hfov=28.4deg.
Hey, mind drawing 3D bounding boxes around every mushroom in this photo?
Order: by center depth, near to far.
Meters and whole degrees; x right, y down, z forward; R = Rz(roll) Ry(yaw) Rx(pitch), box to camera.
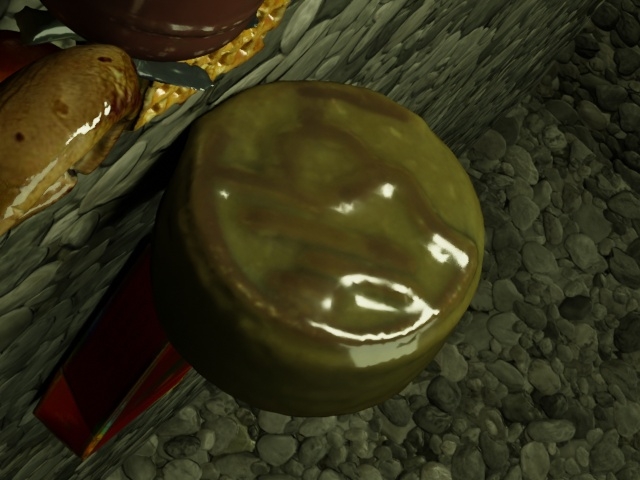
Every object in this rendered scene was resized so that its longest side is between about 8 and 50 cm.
[{"bbox_3d":[-0.122,-0.033,0.499,0.123,0.052,0.123,-39,-171,8],"label":"mushroom"}]

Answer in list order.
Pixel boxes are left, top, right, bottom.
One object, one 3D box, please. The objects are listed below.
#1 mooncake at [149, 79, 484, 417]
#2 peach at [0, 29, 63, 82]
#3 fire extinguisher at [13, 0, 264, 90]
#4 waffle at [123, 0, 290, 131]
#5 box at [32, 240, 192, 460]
[{"bbox_3d":[0.000,0.000,1.073,0.284,0.284,0.155,-41,171,-35],"label":"mooncake"},{"bbox_3d":[-0.152,-0.070,0.598,0.098,0.061,0.098,-16,-147,11],"label":"peach"},{"bbox_3d":[-0.036,-0.169,0.491,0.136,0.114,0.337,-2,148,-32],"label":"fire extinguisher"},{"bbox_3d":[-0.075,-0.137,0.793,0.148,0.042,0.102,-40,170,-38],"label":"waffle"},{"bbox_3d":[-0.168,0.085,1.371,0.313,0.089,0.197,-51,173,38],"label":"box"}]
